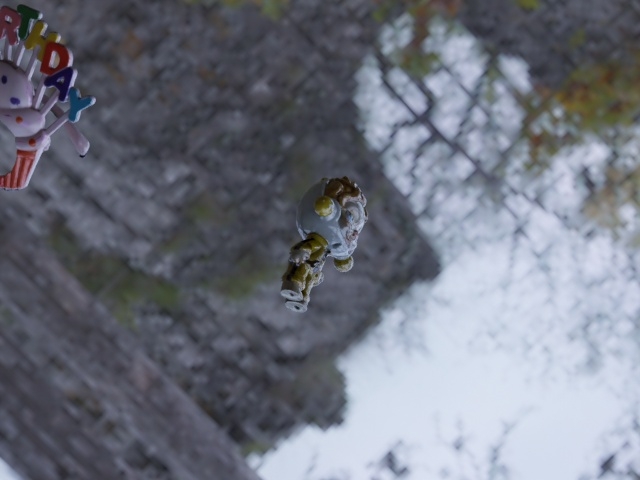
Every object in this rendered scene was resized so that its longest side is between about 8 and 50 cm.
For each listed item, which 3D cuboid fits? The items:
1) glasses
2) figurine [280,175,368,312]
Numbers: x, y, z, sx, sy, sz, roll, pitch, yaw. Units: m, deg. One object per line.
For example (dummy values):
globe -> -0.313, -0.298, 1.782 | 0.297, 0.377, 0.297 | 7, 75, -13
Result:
glasses -> -0.286, -0.148, 1.578 | 0.095, 0.255, 0.162 | -32, 138, -48
figurine -> 0.001, 0.004, 1.743 | 0.068, 0.101, 0.143 | 11, -100, 23
